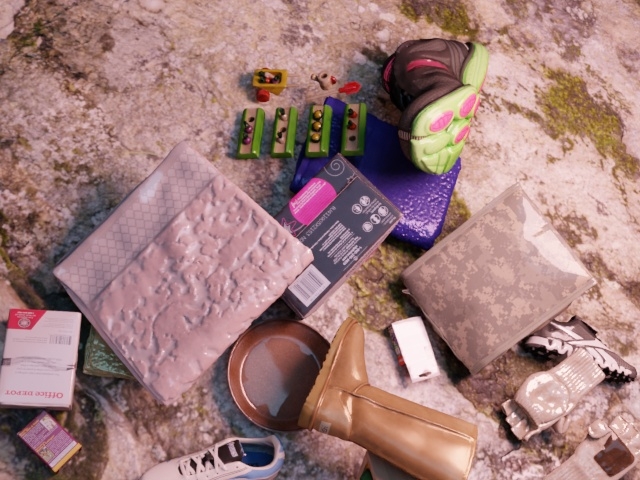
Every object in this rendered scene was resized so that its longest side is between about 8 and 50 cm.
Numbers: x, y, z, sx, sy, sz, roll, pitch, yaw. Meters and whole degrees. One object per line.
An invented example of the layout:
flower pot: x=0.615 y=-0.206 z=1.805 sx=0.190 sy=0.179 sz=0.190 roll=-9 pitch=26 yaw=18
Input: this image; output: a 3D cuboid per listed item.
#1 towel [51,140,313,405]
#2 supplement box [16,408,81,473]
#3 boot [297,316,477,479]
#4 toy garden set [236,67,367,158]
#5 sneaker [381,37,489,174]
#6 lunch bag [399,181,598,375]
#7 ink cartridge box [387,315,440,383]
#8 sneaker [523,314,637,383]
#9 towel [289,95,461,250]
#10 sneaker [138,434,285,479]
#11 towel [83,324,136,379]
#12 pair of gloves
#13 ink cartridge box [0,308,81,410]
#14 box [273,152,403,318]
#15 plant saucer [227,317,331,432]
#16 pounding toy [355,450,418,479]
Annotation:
towel: x=-0.231 y=0.042 z=1.232 sx=0.317 sy=0.053 sz=0.332 roll=43 pitch=84 yaw=18
supplement box: x=-0.416 y=0.310 z=1.166 sx=0.083 sy=0.043 sz=0.055 roll=44 pitch=64 yaw=3
boot: x=0.123 y=0.265 z=1.232 sx=0.269 sy=0.089 sz=0.236 roll=21 pitch=50 yaw=8
toy garden set: x=-0.035 y=-0.256 z=1.451 sx=0.244 sy=0.049 sz=0.204 roll=-1 pitch=62 yaw=12
sneaker: x=0.202 y=-0.274 z=1.471 sx=0.202 sy=0.185 sz=0.483 roll=18 pitch=30 yaw=7
lunch bag: x=0.317 y=0.079 z=1.403 sx=0.287 sy=0.169 sz=0.235 roll=-36 pitch=77 yaw=3
ink cartridge box: x=0.171 y=0.202 z=1.393 sx=0.062 sy=0.029 sz=0.115 roll=-11 pitch=73 yaw=-21
sneaker: x=0.510 y=0.200 z=1.467 sx=0.234 sy=0.078 sz=0.106 roll=20 pitch=67 yaw=-5
towel: x=0.108 y=-0.128 z=1.490 sx=0.308 sy=0.076 sz=0.228 roll=24 pitch=67 yaw=-4
sneaker: x=-0.169 y=0.352 z=1.191 sx=0.237 sy=0.086 sz=0.085 roll=-7 pitch=38 yaw=-24
towel: x=-0.313 y=0.179 z=1.260 sx=0.148 sy=0.027 sz=0.110 roll=10 pitch=65 yaw=-11
pair of gloves: x=0.462 y=0.340 z=1.376 sx=0.204 sy=0.042 sz=0.240 roll=-29 pitch=82 yaw=-5
ink cartridge box: x=-0.441 y=0.190 z=1.197 sx=0.109 sy=0.063 sz=0.151 roll=6 pitch=67 yaw=-14
box: x=0.000 y=0.000 z=1.329 sx=0.163 sy=0.142 sz=0.247 roll=44 pitch=84 yaw=3
plant saucer: x=-0.064 y=0.233 z=1.307 sx=0.198 sy=0.036 sz=0.199 roll=6 pitch=66 yaw=-14
pounding toy: x=0.114 y=0.465 z=1.197 sx=0.094 sy=0.181 sz=0.206 roll=-1 pitch=42 yaw=-17
